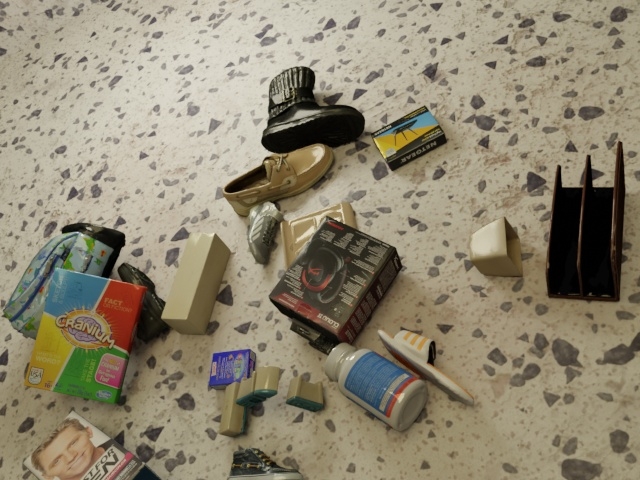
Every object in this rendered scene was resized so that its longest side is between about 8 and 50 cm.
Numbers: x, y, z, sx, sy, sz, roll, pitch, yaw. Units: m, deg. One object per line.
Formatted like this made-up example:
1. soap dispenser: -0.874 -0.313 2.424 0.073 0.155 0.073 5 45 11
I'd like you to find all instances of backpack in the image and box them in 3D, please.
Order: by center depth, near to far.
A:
1. backpack: -0.748 0.126 1.978 0.290 0.273 0.355 -8 67 55

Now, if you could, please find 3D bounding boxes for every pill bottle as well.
1. pill bottle: 0.119 0.319 1.529 0.221 0.124 0.124 28 73 35

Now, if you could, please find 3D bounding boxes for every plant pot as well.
1. plant pot: 0.411 0.023 1.615 0.096 0.109 0.109 -15 53 30

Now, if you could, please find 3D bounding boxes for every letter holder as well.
1. letter holder: 0.586 -0.049 1.508 0.152 0.214 0.301 2 60 25

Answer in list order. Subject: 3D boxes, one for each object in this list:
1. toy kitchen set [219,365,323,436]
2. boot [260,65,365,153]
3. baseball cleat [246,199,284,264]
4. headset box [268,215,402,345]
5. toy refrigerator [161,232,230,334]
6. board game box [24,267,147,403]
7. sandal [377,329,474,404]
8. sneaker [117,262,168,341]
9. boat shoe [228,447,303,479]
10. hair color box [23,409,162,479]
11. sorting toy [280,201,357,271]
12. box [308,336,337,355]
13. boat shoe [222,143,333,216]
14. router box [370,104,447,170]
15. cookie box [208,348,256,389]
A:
1. toy kitchen set: -0.116 0.400 1.622 0.207 0.166 0.122 -37 38 47
2. boot: -0.021 -0.418 2.085 0.348 0.131 0.260 -5 57 22
3. baseball cleat: -0.154 -0.032 1.916 0.109 0.072 0.206 -27 50 21
4. headset box: 0.031 0.113 1.684 0.218 0.110 0.293 25 71 29
5. toy refrigerator: -0.345 0.118 1.889 0.094 0.102 0.269 -1 58 23
6. board game box: -0.621 0.251 1.814 0.242 0.064 0.316 12 83 -3
7. sandal: 0.247 0.268 1.530 0.265 0.102 0.076 33 74 28
8. sneaker: -0.525 0.171 1.937 0.130 0.109 0.286 -44 50 -1
9. boat shoe: -0.125 0.512 1.545 0.183 0.065 0.083 -10 56 19
10. hair color box: -0.545 0.557 1.625 0.347 0.105 0.174 13 52 43
11. sorting toy: 0.000 0.000 1.859 0.208 0.038 0.193 -16 53 9
12. box: 0.019 0.239 1.695 0.067 0.018 0.083 22 69 34
13. boat shoe: -0.123 -0.191 1.991 0.341 0.110 0.121 -31 51 2
14. router box: 0.249 -0.291 1.932 0.179 0.046 0.133 -28 51 4
15. cookie box: -0.224 0.327 1.730 0.107 0.040 0.091 -9 55 18
